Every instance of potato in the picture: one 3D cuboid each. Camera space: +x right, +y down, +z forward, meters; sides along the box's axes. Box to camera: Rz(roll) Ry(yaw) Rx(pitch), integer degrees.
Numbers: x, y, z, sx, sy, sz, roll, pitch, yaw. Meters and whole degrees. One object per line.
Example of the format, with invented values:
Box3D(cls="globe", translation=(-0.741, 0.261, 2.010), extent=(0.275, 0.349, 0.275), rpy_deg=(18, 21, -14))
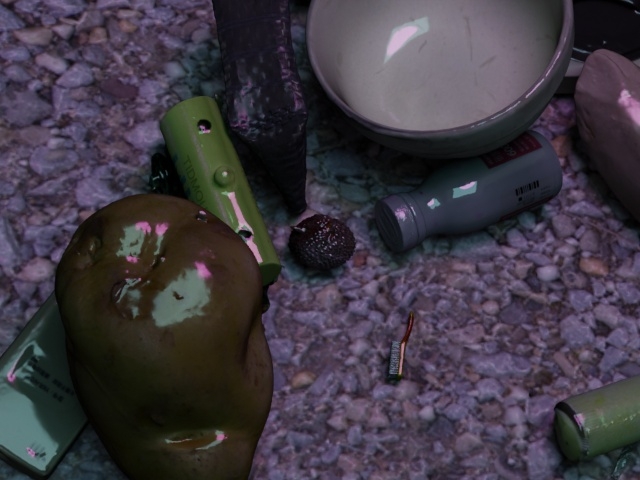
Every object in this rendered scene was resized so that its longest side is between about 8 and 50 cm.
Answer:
Box3D(cls="potato", translation=(-0.156, 0.124, 1.624), extent=(0.218, 0.202, 0.351), rpy_deg=(-3, 107, 19))

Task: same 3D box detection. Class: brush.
Box3D(cls="brush", translation=(0.091, 0.117, 1.805), extent=(0.021, 0.019, 0.083), rpy_deg=(12, 67, 4))

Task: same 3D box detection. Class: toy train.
Box3D(cls="toy train", translation=(-0.113, -0.043, 1.755), extent=(0.105, 0.157, 0.253), rpy_deg=(-17, 72, -17))

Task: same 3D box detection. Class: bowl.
Box3D(cls="bowl", translation=(0.147, -0.221, 1.848), extent=(0.307, 0.163, 0.307), rpy_deg=(-6, 65, 13))

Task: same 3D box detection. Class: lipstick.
Box3D(cls="lipstick", translation=(0.406, 0.175, 1.809), extent=(0.304, 0.076, 0.076), rpy_deg=(-17, 72, -19))

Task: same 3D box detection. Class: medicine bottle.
Box3D(cls="medicine bottle", translation=(0.172, -0.055, 1.855), extent=(0.216, 0.090, 0.090), rpy_deg=(-22, 73, -19))

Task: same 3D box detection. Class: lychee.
Box3D(cls="lychee", translation=(0.000, 0.000, 1.809), extent=(0.083, 0.068, 0.067), rpy_deg=(26, 21, -18))

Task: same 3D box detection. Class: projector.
Box3D(cls="projector", translation=(0.332, -0.313, 2.003), extent=(0.257, 0.079, 0.259), rpy_deg=(-1, 66, -13))

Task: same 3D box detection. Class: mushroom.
Box3D(cls="mushroom", translation=(0.420, -0.076, 1.895), extent=(0.128, 0.128, 0.350), rpy_deg=(-39, 87, -23))

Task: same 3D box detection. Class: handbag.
Box3D(cls="handbag", translation=(-0.057, -0.177, 1.820), extent=(0.088, 0.175, 0.270), rpy_deg=(-11, 67, 5))

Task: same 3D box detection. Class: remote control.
Box3D(cls="remote control", translation=(-0.266, 0.119, 1.725), extent=(0.123, 0.038, 0.285), rpy_deg=(33, 63, 1))

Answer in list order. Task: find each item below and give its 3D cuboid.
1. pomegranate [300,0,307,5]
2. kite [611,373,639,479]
Box3D(cls="pomegranate", translation=(0.009, -0.447, 1.918), extent=(0.285, 0.285, 0.341), rpy_deg=(18, 91, -4))
Box3D(cls="kite", translation=(0.375, 0.213, 1.831), extent=(0.137, 0.005, 0.152), rpy_deg=(23, 66, -1))
